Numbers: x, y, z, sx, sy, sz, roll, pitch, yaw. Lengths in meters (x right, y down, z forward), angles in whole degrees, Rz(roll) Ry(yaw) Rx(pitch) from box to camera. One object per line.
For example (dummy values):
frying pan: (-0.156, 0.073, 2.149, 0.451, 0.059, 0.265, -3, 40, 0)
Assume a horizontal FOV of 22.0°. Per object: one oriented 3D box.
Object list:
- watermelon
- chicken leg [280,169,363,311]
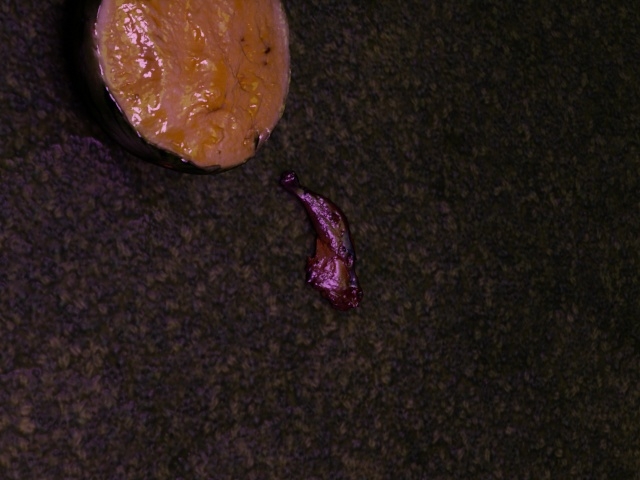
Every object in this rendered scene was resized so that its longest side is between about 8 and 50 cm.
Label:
watermelon: (-0.129, -0.167, 1.399, 0.204, 0.127, 0.232, 1, 85, -41)
chicken leg: (0.004, -0.002, 1.560, 0.062, 0.037, 0.145, -19, 98, -28)
